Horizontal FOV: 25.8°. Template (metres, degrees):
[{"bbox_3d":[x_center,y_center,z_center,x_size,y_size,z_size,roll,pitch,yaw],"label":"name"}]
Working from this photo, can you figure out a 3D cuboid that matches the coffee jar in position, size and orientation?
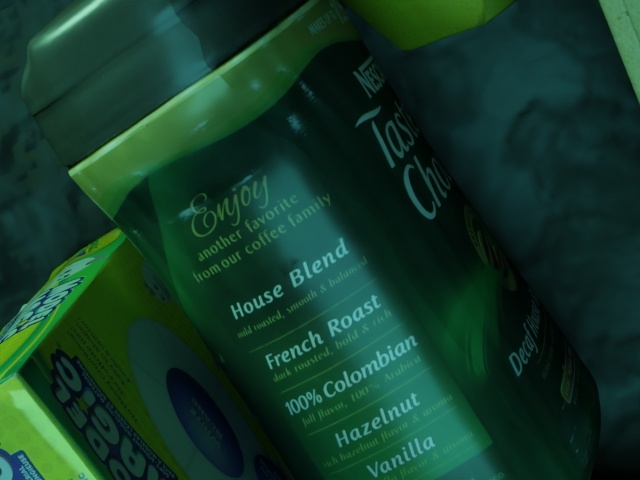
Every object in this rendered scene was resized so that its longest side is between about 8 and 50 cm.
[{"bbox_3d":[0.000,0.000,0.389,0.079,0.096,0.184,-31,101,22],"label":"coffee jar"}]

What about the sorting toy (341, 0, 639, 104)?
[{"bbox_3d":[0.089,-0.087,0.289,0.307,0.041,0.229,-6,118,51],"label":"sorting toy"}]

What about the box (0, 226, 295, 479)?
[{"bbox_3d":[-0.047,0.062,0.368,0.043,0.179,0.105,-33,100,13],"label":"box"}]
